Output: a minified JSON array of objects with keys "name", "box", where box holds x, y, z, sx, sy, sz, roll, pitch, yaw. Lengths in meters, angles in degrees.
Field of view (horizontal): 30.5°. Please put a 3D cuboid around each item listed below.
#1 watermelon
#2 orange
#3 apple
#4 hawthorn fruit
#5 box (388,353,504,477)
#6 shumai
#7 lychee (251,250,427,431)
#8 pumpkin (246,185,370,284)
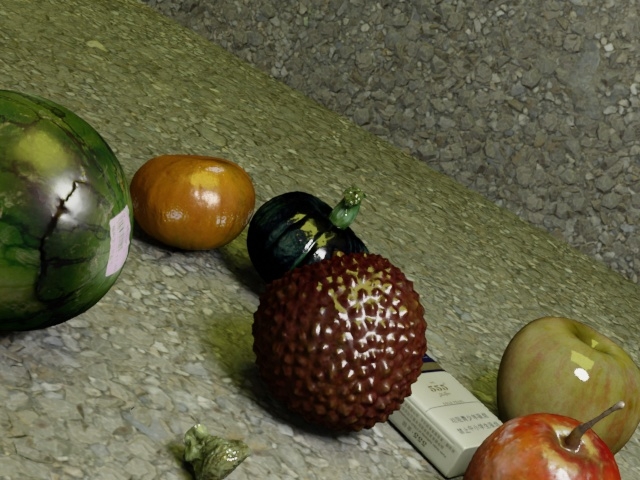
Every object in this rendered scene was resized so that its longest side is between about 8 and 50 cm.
[{"name":"watermelon","box":[-0.438,-0.041,1.636,0.363,0.363,0.363,22,21,-9]},{"name":"orange","box":[-0.231,-0.069,2.147,0.240,0.171,0.240,5,9,-1]},{"name":"apple","box":[0.425,0.268,2.034,0.256,0.234,0.257,20,21,-8]},{"name":"hawthorn fruit","box":[0.325,0.361,1.723,0.235,0.263,0.231,5,-10,21]},{"name":"box","box":[0.185,0.279,1.956,0.168,0.071,0.259,2,31,-47]},{"name":"shumai","box":[-0.146,0.279,1.563,0.080,0.083,0.082,50,-13,9]},{"name":"lychee","box":[0.032,0.151,1.826,0.275,0.276,0.304,15,51,-26]},{"name":"pumpkin","box":[0.000,0.000,2.149,0.248,0.248,0.248,22,21,-9]}]
